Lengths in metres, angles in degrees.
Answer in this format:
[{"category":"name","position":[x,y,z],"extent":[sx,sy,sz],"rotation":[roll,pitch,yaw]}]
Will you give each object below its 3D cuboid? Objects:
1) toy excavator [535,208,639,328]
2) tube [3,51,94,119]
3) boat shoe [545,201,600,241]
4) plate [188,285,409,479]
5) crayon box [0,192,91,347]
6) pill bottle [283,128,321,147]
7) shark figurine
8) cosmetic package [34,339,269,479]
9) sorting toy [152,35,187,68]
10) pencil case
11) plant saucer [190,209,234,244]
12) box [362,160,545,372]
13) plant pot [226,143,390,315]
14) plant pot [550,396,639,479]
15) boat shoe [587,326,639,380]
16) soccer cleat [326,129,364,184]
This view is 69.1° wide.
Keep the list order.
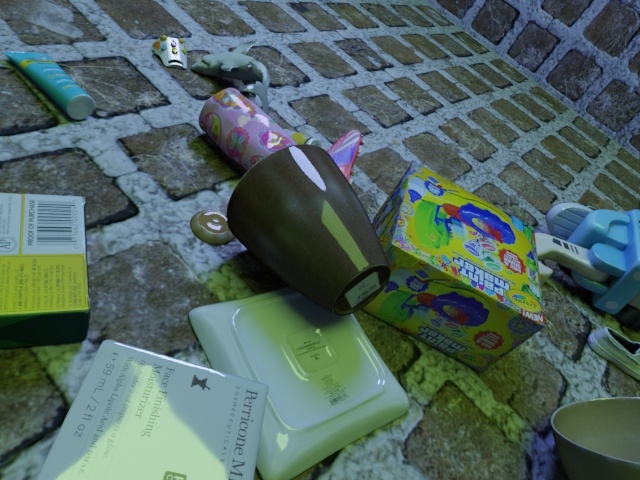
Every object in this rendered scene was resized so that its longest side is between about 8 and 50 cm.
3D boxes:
[{"category":"toy excavator","position":[0.666,0.043,1.161],"extent":[0.445,0.222,0.433],"rotation":[25,43,12]},{"category":"tube","position":[-0.514,-0.309,0.893],"extent":[0.207,0.052,0.080],"rotation":[41,30,19]},{"category":"boat shoe","position":[0.755,-0.048,1.360],"extent":[0.335,0.121,0.119],"rotation":[18,34,-31]},{"category":"plate","position":[-0.020,0.176,0.709],"extent":[0.277,0.045,0.278],"rotation":[-10,56,-38]},{"category":"crayon box","position":[-0.459,0.031,0.560],"extent":[0.319,0.081,0.202],"rotation":[2,49,-31]},{"category":"pill bottle","position":[-0.061,-0.209,1.030],"extent":[0.116,0.065,0.065],"rotation":[24,36,27]},{"category":"shark figurine","position":[-0.169,-0.383,1.124],"extent":[0.166,0.116,0.278],"rotation":[-35,53,-21]},{"category":"cosmetic package","position":[-0.171,0.225,0.487],"extent":[0.184,0.151,0.151],"rotation":[19,43,-14]},{"category":"sorting toy","position":[-0.359,-0.453,1.137],"extent":[0.083,0.045,0.075],"rotation":[-6,72,-35]},{"category":"pencil case","position":[-0.119,-0.189,0.959],"extent":[0.284,0.124,0.124],"rotation":[42,42,10]},{"category":"plant saucer","position":[-0.189,-0.028,0.831],"extent":[0.084,0.015,0.083],"rotation":[17,43,-17]},{"category":"box","position":[0.242,0.044,0.898],"extent":[0.290,0.177,0.279],"rotation":[28,42,-4]},{"category":"plant pot","position":[0.000,0.000,0.742],"extent":[0.215,0.215,0.230],"rotation":[-12,49,-38]},{"category":"plant pot","position":[0.515,0.374,0.700],"extent":[0.284,0.284,0.190],"rotation":[-5,87,-34]},{"category":"boat shoe","position":[0.701,0.254,1.050],"extent":[0.184,0.063,0.066],"rotation":[34,41,4]},{"category":"soccer cleat","position":[0.041,-0.196,1.090],"extent":[0.095,0.083,0.248],"rotation":[21,44,-5]}]
